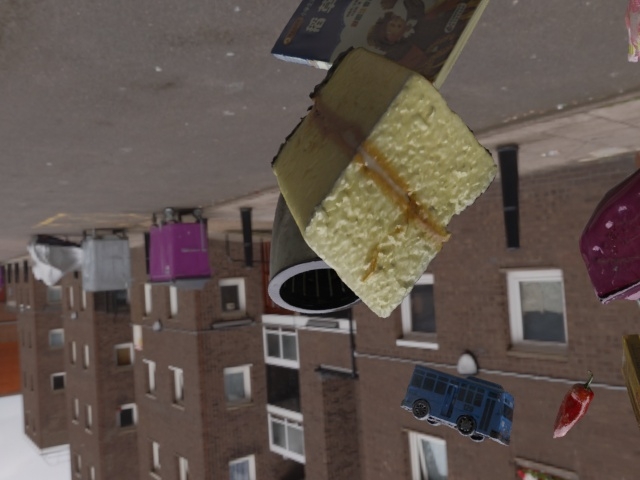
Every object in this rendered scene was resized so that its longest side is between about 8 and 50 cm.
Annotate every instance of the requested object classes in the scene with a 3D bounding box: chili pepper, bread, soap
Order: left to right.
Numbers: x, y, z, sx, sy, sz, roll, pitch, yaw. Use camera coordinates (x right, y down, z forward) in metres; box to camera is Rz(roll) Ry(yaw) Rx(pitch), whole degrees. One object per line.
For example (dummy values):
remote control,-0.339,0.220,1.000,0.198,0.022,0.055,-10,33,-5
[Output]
bread,0.083,-0.135,1.027,0.242,0.345,0.405,42,-177,-25
chili pepper,0.578,0.379,1.313,0.050,0.191,0.059,16,-159,-9
soap,0.637,-0.026,1.073,0.128,0.220,0.325,2,153,-23

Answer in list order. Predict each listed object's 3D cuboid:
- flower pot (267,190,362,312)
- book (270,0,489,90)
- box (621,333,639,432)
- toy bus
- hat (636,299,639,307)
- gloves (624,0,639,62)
flower pot,0.000,0.000,1.632,0.294,0.330,0.293,-2,147,-1
book,0.126,-0.478,1.232,0.428,0.300,0.039,22,166,33
box,0.408,0.205,0.724,0.022,0.089,0.156,-10,-141,19
toy bus,0.320,0.373,1.316,0.234,0.133,0.116,10,161,35
hat,0.820,0.083,1.333,0.258,0.168,0.301,-33,161,10
gloves,0.707,-0.430,1.193,0.145,0.241,0.126,-8,-149,33
